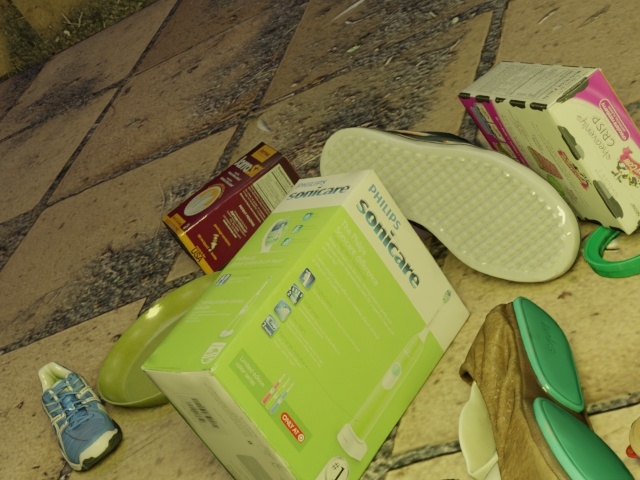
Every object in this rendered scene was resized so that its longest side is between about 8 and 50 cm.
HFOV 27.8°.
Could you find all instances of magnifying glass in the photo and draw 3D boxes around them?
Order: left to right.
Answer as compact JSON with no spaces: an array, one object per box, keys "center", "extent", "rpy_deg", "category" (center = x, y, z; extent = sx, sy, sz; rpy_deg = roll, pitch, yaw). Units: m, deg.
[{"center":[0.363,-0.015,1.251],"extent":[0.231,0.026,0.092],"rpy_deg":[-19,29,35],"category":"magnifying glass"}]

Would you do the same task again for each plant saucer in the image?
[{"center":[-0.175,0.131,1.644],"extent":[0.241,0.037,0.241],"rpy_deg":[-28,26,15],"category":"plant saucer"}]

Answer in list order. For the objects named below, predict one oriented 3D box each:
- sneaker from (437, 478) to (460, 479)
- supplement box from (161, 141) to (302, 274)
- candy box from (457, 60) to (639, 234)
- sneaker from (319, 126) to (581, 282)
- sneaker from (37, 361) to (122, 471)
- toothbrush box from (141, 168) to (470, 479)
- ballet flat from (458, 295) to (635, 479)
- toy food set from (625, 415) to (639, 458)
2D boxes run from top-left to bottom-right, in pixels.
[{"center":[0.062,0.256,1.101],"extent":[0.161,0.057,0.075],"rpy_deg":[-32,-5,-22],"category":"sneaker"},{"center":[-0.119,-0.046,1.836],"extent":[0.188,0.080,0.104],"rpy_deg":[-38,25,-8],"category":"supplement box"},{"center":[0.251,-0.103,1.351],"extent":[0.071,0.159,0.233],"rpy_deg":[-38,18,-6],"category":"candy box"},{"center":[0.160,-0.051,1.417],"extent":[0.321,0.126,0.127],"rpy_deg":[27,17,33],"category":"sneaker"},{"center":[-0.308,0.217,1.604],"extent":[0.080,0.081,0.211],"rpy_deg":[-39,26,-11],"category":"sneaker"},{"center":[-0.005,0.099,1.288],"extent":[0.122,0.206,0.283],"rpy_deg":[-4,40,50],"category":"toothbrush box"},{"center":[0.172,0.169,1.077],"extent":[0.124,0.116,0.342],"rpy_deg":[-50,20,17],"category":"ballet flat"},{"center":[0.285,0.155,1.031],"extent":[0.083,0.020,0.083],"rpy_deg":[-27,29,-17],"category":"toy food set"}]
